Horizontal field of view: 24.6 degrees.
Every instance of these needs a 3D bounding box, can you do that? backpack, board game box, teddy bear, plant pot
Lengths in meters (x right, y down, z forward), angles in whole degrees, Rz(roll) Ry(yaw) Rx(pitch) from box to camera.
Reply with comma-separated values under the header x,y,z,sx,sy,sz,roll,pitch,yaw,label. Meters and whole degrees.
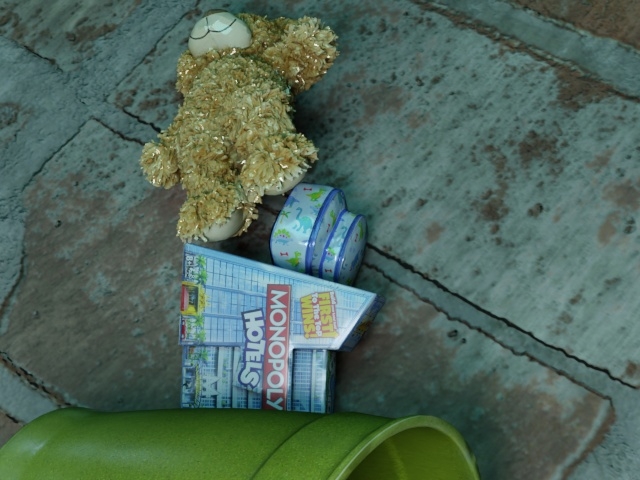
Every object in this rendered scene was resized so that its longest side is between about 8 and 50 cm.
x,y,z,sx,sy,sz,roll,pitch,yaw,label
0.000,0.000,1.487,0.084,0.114,0.105,13,61,19,backpack
-0.037,0.101,1.420,0.194,0.060,0.194,0,83,13,board game box
-0.091,-0.138,1.538,0.245,0.113,0.338,-28,39,40,teddy bear
-0.099,0.288,1.216,0.353,0.366,0.366,10,60,31,plant pot
